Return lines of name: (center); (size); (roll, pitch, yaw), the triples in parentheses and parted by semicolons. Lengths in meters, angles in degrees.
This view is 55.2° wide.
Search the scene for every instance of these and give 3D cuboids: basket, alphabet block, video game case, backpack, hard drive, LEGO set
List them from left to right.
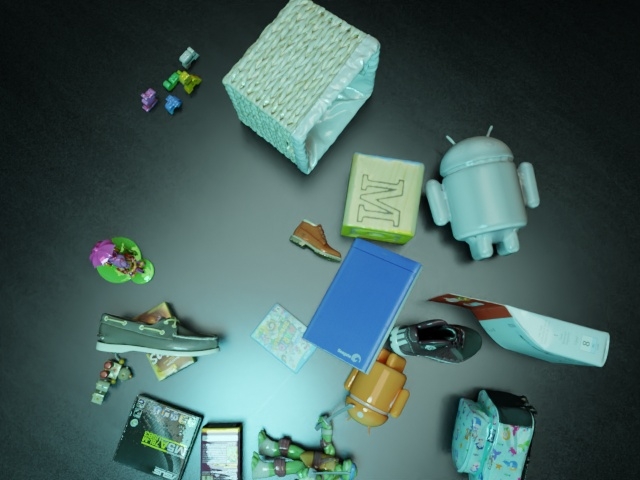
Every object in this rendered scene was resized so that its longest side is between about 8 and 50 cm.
LEGO set: (-0.411, -0.450, 1.743); (0.087, 0.093, 0.227); (39, 84, 4)
video game case: (-0.094, 0.270, 1.694); (0.166, 0.015, 0.119); (39, 84, 4)
basket: (-0.042, -0.410, 1.626); (0.266, 0.328, 0.331); (39, 84, 6)
hard drive: (0.111, 0.169, 1.644); (0.210, 0.040, 0.319); (23, 79, 31)
alphabet block: (0.164, -0.107, 1.658); (0.193, 0.192, 0.197); (9, 82, 3)
backpack: (0.438, 0.529, 1.562); (0.190, 0.225, 0.254); (4, 93, 3)

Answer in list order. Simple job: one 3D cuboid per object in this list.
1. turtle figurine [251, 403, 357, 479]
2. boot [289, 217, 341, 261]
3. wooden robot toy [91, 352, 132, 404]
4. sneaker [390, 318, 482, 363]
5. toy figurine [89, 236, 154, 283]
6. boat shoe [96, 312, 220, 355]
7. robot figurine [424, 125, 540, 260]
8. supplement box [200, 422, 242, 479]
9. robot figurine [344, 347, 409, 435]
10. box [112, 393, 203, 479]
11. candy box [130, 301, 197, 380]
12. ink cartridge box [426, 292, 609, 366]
turtle figurine: (-0.037, 0.529, 1.568); (0.266, 0.275, 0.198); (2, 56, 6)
boot: (0.000, 0.000, 1.709); (0.157, 0.059, 0.085); (29, 79, 4)
wooden robot toy: (-0.552, 0.365, 1.654); (0.078, 0.076, 0.174); (23, 83, -9)
sneaker: (0.335, 0.259, 1.586); (0.281, 0.162, 0.107); (3, 71, -24)
toy figurine: (-0.547, 0.056, 1.645); (0.173, 0.159, 0.130); (27, 83, 2)
boat shoe: (-0.420, 0.245, 1.595); (0.324, 0.116, 0.097); (3, 85, 5)
robot figurine: (0.437, -0.128, 1.655); (0.299, 0.200, 0.354); (-9, 83, -3)
supplement box: (-0.261, 0.585, 1.619); (0.104, 0.081, 0.188); (0, 83, -1)
robot figurine: (0.148, 0.397, 1.622); (0.158, 0.128, 0.220); (27, 84, 3)
box: (-0.434, 0.531, 1.644); (0.190, 0.045, 0.184); (20, 81, 3)
candy box: (-0.428, 0.275, 1.673); (0.109, 0.053, 0.187); (-28, 85, -5)
ink cartridge box: (0.474, 0.227, 1.556); (0.384, 0.308, 0.091); (14, 82, 2)
